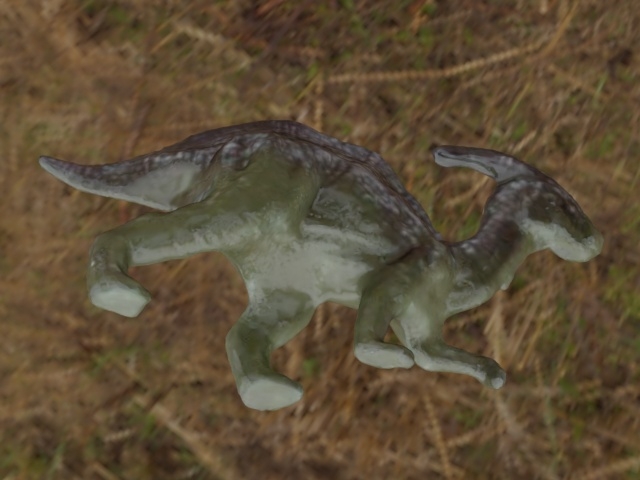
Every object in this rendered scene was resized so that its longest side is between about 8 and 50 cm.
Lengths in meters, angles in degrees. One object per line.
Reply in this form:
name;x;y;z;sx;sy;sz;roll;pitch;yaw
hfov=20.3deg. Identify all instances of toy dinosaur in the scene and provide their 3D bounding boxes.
toy dinosaur;0.000;0.005;0.919;0.294;0.162;0.077;13;136;-12
